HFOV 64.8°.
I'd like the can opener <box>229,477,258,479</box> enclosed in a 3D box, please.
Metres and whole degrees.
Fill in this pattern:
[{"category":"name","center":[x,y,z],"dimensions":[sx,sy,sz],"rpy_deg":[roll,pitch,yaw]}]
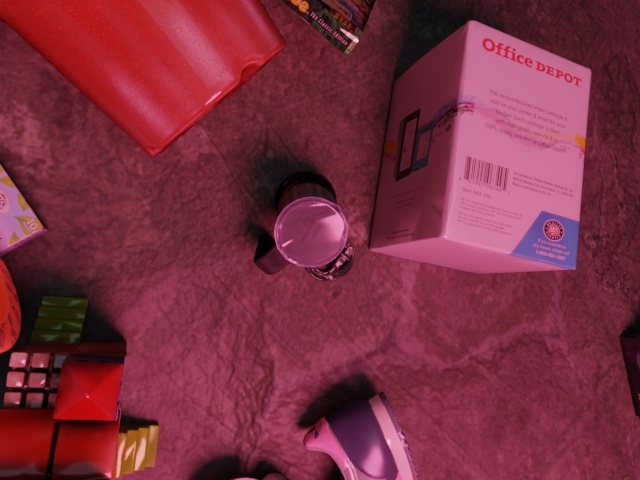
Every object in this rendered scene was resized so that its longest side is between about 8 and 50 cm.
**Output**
[{"category":"can opener","center":[-0.062,0.404,0.559],"dimensions":[0.074,0.093,0.280],"rpy_deg":[-15,69,-30]}]

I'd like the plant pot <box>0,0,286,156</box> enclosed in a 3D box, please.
[{"category":"plant pot","center":[-0.194,-0.252,0.535],"dimensions":[0.272,0.272,0.265],"rpy_deg":[-46,109,-18]}]

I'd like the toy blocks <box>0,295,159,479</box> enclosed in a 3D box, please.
[{"category":"toy blocks","center":[-0.243,0.245,0.451],"dimensions":[0.191,0.261,0.381],"rpy_deg":[8,82,-20]}]

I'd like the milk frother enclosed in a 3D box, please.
[{"category":"milk frother","center":[0.000,0.000,0.633],"dimensions":[0.143,0.135,0.129],"rpy_deg":[27,107,-13]}]

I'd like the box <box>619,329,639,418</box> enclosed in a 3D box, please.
[{"category":"box","center":[0.601,0.224,0.811],"dimensions":[0.078,0.180,0.147],"rpy_deg":[-10,88,-21]}]

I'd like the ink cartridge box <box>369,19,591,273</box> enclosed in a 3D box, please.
[{"category":"ink cartridge box","center":[0.211,-0.105,0.690],"dimensions":[0.198,0.197,0.270],"rpy_deg":[13,80,-18]}]

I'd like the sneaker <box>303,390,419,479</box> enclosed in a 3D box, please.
[{"category":"sneaker","center":[0.073,0.365,0.654],"dimensions":[0.131,0.112,0.319],"rpy_deg":[-17,88,-4]}]

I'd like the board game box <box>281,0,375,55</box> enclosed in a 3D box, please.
[{"category":"board game box","center":[0.007,-0.326,0.645],"dimensions":[0.136,0.030,0.259],"rpy_deg":[33,36,-13]}]

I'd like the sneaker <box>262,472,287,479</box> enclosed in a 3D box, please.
[{"category":"sneaker","center":[-0.022,0.399,0.616],"dimensions":[0.095,0.090,0.235],"rpy_deg":[-30,93,-10]}]

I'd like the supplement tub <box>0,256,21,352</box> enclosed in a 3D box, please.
[{"category":"supplement tub","center":[-0.440,0.090,0.405],"dimensions":[0.316,0.193,0.193],"rpy_deg":[-25,94,-10]}]

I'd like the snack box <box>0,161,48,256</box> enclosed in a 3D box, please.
[{"category":"snack box","center":[-0.390,-0.017,0.541],"dimensions":[0.141,0.037,0.100],"rpy_deg":[-34,98,-19]}]
